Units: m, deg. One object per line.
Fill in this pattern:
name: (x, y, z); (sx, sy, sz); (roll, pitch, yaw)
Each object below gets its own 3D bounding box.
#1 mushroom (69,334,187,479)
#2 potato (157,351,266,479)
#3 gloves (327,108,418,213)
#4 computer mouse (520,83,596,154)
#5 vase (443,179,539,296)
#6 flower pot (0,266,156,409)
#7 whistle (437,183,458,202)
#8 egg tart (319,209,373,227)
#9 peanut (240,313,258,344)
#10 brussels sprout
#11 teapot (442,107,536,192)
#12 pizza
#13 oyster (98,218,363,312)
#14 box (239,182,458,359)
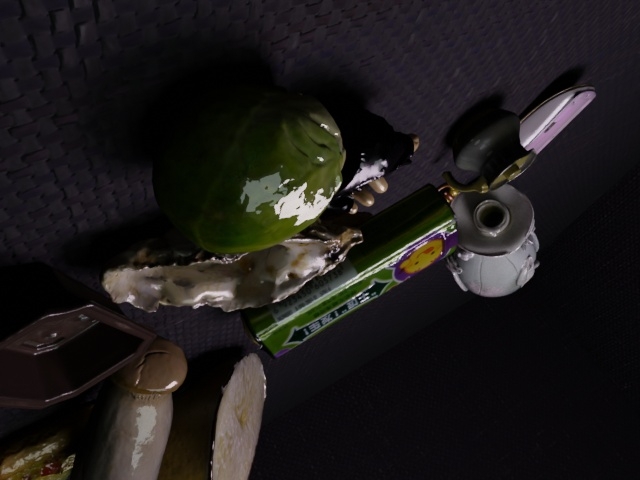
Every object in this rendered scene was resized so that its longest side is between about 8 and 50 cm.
mushroom: (-0.330, 0.333, 0.918); (0.137, 0.154, 0.408); (-1, 130, -38)
potato: (-0.309, 0.418, 1.182); (0.295, 0.398, 0.290); (-1, 141, 10)
gloves: (0.041, -0.098, 0.679); (0.164, 0.124, 0.203); (-21, -175, 17)
computer mouse: (0.438, -0.224, 1.093); (0.125, 0.056, 0.245); (-14, 153, -42)
vase: (0.434, 0.007, 1.389); (0.249, 0.250, 0.445); (-36, 156, 5)
flower pot: (-0.318, 0.111, 0.637); (0.178, 0.084, 0.251); (-33, 161, -7)
whistle: (0.249, -0.084, 1.169); (0.109, 0.057, 0.046); (-52, -160, 21)
egg tart: (0.000, 0.000, 0.894); (0.191, 0.074, 0.191); (-29, 159, -12)
peanut: (-0.075, 0.144, 1.062); (0.123, 0.124, 0.256); (-39, 164, 13)
brussels sprout: (-0.068, -0.071, 0.522); (0.181, 0.161, 0.143); (-46, -161, -9)
teapot: (0.287, -0.146, 0.944); (0.130, 0.119, 0.166); (-11, 151, -46)
pizza: (-0.511, 0.417, 1.048); (0.279, 0.075, 0.288); (-25, 156, -24)
oyster: (-0.105, 0.012, 0.709); (0.341, 0.110, 0.166); (-23, 145, -20)
box: (0.042, 0.048, 0.835); (0.345, 0.097, 0.134); (-31, 149, -4)
